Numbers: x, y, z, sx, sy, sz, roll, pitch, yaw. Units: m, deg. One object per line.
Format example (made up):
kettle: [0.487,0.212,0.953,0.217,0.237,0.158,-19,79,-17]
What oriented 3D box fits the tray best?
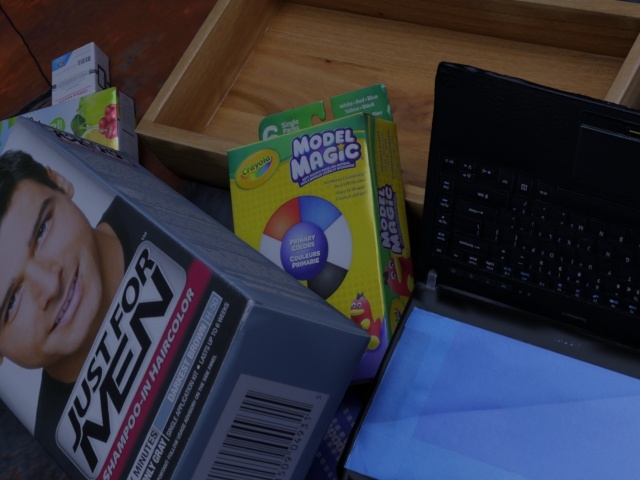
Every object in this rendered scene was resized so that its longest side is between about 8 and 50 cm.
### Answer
tray: [0.063,-0.112,1.286,0.411,0.076,0.203,16,67,37]

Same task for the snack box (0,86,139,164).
snack box: [-0.231,-0.069,1.438,0.141,0.037,0.100,-14,67,22]

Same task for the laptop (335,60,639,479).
laptop: [0.146,0.053,1.023,0.234,0.264,0.136,17,34,21]

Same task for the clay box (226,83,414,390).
clay box: [0.000,0.000,1.187,0.127,0.053,0.222,-14,77,33]

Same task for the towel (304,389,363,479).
towel: [-0.066,0.269,1.089,0.336,0.040,0.243,-36,40,4]

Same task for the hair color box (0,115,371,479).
hair color box: [-0.140,0.063,1.179,0.374,0.114,0.185,34,102,50]

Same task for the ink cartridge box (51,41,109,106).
ink cartridge box: [-0.223,-0.139,1.505,0.048,0.028,0.083,-22,49,18]
